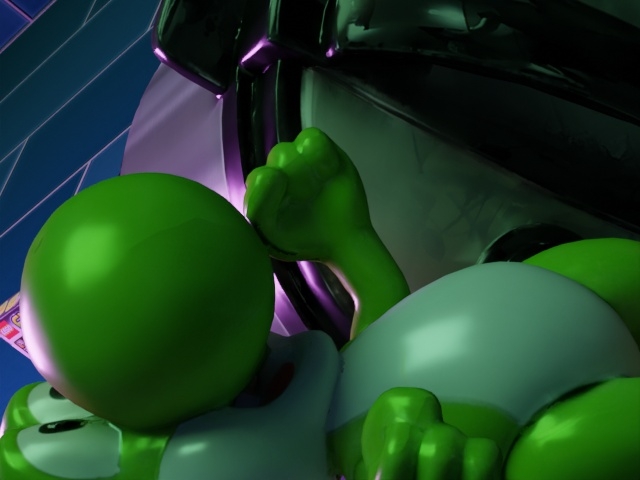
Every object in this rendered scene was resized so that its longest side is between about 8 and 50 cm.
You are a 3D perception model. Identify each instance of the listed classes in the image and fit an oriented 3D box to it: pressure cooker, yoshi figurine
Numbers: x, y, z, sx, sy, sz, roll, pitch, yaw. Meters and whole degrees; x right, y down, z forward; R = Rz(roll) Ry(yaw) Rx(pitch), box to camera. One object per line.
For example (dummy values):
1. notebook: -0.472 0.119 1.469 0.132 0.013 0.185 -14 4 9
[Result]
1. pressure cooker: 0.100 -0.036 1.068 0.370 0.375 0.420 -21 -2 -21
2. yoshi figurine: 0.025 0.040 0.793 0.362 0.203 0.203 -9 -8 4

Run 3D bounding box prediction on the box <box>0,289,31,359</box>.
1. box: -0.268 0.078 2.063 0.207 0.114 0.036 -32 27 40
